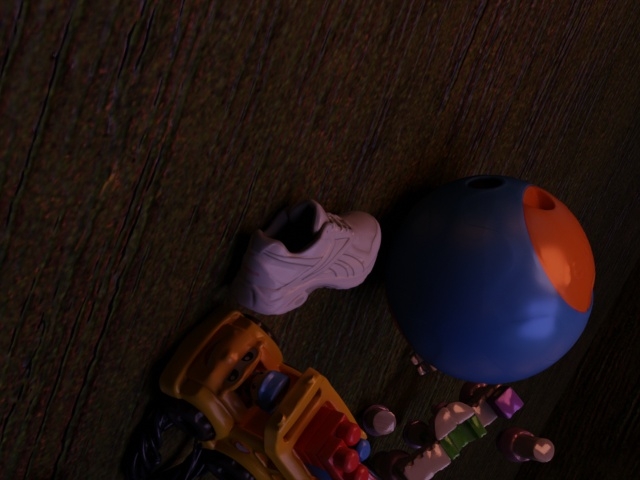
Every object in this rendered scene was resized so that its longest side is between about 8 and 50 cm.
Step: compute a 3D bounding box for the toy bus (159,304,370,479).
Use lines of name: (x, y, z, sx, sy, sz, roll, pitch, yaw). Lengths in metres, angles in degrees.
toy bus: (-0.042, 0.197, 1.165, 0.149, 0.211, 0.220, -50, 129, -26)

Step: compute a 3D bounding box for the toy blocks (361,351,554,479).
toy blocks: (0.208, 0.336, 1.916, 0.289, 0.309, 0.260, -35, -176, -14)

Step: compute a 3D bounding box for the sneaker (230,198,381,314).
sneaker: (0.000, 0.000, 1.202, 0.232, 0.090, 0.115, -28, 141, -47)

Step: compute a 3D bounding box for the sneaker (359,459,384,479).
sneaker: (0.000, 0.380, 1.693, 0.136, 0.116, 0.314, -44, 149, 0)

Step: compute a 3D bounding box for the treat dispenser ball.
treat dispenser ball: (0.231, 0.053, 1.443, 0.288, 0.288, 0.288, -41, 153, -27)

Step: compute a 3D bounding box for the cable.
cable: (-0.168, 0.243, 1.253, 0.150, 0.047, 0.184, -5, 127, -59)
